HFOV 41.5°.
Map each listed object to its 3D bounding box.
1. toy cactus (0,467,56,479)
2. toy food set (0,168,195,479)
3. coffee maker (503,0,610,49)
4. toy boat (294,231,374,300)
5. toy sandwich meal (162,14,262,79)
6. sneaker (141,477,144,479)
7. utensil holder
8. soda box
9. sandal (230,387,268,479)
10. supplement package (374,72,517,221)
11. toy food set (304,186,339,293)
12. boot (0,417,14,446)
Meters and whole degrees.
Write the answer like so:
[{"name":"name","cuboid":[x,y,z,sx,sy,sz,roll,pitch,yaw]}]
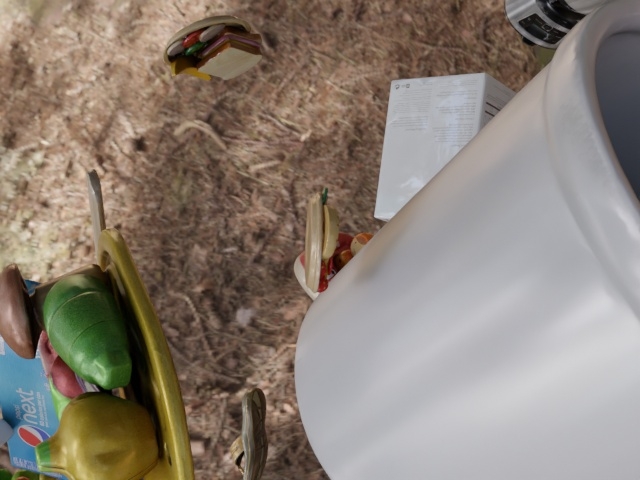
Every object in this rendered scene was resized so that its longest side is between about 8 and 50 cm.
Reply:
[{"name":"toy cactus","cuboid":[-0.317,0.334,0.957,0.180,0.219,0.112,47,71,-11]},{"name":"toy food set","cuboid":[-0.127,0.064,0.441,0.218,0.071,0.128,-129,35,-51]},{"name":"coffee maker","cuboid":[0.262,-0.262,0.748,0.171,0.178,0.120,-40,100,-9]},{"name":"toy boat","cuboid":[0.058,0.042,1.666,0.151,0.231,0.151,49,122,7]},{"name":"toy sandwich meal","cuboid":[-0.089,-0.155,0.699,0.085,0.085,0.029,-25,81,21]},{"name":"sneaker","cuboid":[-0.402,0.618,1.703,0.122,0.146,0.330,35,81,-9]},{"name":"utensil holder","cuboid":[0.196,0.058,0.676,0.385,0.327,0.327,-44,61,46]},{"name":"soda box","cuboid":[-0.263,0.140,0.816,0.067,0.071,0.210,14,131,4]},{"name":"sandal","cuboid":[-0.115,0.312,1.304,0.049,0.072,0.180,4,101,18]},{"name":"supplement package","cuboid":[0.249,-0.150,1.570,0.199,0.198,0.262,4,83,38]},{"name":"toy food set","cuboid":[0.000,0.000,0.666,0.020,0.082,0.083,2,121,-5]},{"name":"boot","cuboid":[-0.420,0.203,0.811,0.258,0.095,0.123,-31,98,19]}]
